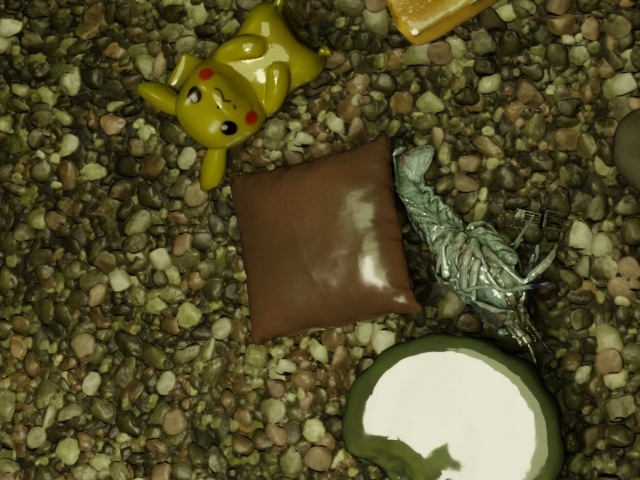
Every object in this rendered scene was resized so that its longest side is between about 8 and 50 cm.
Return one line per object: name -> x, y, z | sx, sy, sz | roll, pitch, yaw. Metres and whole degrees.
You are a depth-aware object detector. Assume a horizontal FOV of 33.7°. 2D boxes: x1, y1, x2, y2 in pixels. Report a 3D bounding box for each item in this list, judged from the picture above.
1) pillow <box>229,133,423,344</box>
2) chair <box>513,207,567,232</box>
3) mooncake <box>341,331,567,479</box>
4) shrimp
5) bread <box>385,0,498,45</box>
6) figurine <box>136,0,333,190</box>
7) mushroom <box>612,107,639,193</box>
pillow -> 0.000, 0.000, 1.754 | 0.308, 0.108, 0.305 | -13, 80, 22
chair -> 0.366, -0.034, 1.758 | 0.086, 0.042, 0.037 | 9, 79, 9
mooncake -> 0.213, 0.306, 1.655 | 0.351, 0.187, 0.351 | -2, 83, 17
shrimp -> 0.246, 0.011, 1.713 | 0.221, 0.166, 0.410 | -17, 50, -36
bread -> 0.254, -0.452, 1.813 | 0.305, 0.091, 0.142 | -31, 71, 3
figurine -> -0.147, -0.271, 1.804 | 0.327, 0.169, 0.218 | -44, 95, -10
mushroom -> 0.562, -0.136, 1.717 | 0.141, 0.117, 0.188 | -45, 82, 12
